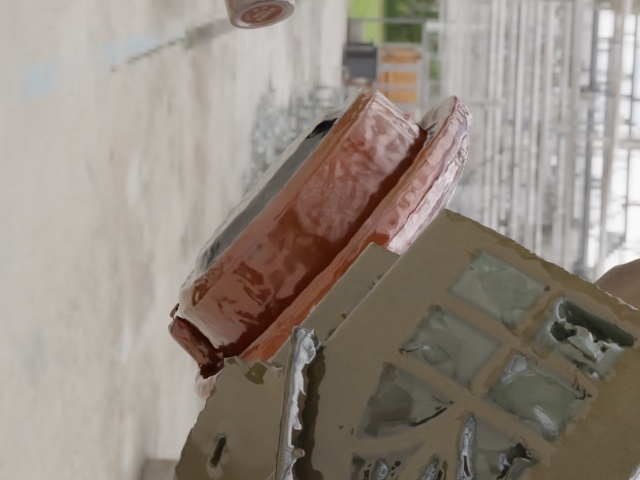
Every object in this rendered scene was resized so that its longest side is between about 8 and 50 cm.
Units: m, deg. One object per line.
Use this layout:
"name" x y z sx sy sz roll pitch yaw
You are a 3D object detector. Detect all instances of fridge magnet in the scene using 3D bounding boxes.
"fridge magnet" 0.000 0.000 1.192 0.363 0.155 0.363 -48 -174 6

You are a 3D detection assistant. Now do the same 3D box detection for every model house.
"model house" 0.003 0.132 0.433 0.248 0.176 0.181 -48 144 -19

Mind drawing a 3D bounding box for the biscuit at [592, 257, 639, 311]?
"biscuit" 0.307 0.146 0.753 0.343 0.395 0.166 -34 -143 39

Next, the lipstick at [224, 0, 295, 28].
"lipstick" -0.087 -0.346 1.323 0.070 0.070 0.254 77 0 -78
